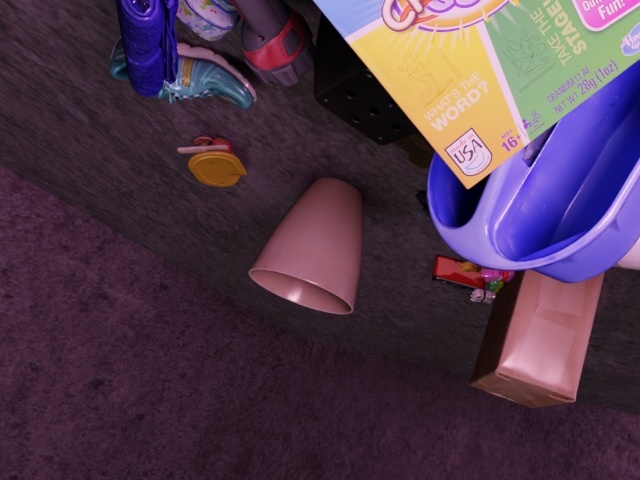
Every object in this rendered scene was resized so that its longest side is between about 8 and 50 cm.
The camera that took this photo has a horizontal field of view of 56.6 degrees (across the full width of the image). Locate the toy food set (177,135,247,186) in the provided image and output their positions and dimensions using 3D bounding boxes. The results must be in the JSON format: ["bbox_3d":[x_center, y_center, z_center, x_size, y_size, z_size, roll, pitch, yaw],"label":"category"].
[{"bbox_3d":[-0.255,-0.206,1.446,0.128,0.071,0.218,-6,160,5],"label":"toy food set"}]

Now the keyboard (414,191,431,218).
[{"bbox_3d":[0.275,-0.049,1.338,0.180,0.023,0.108,43,176,-39],"label":"keyboard"}]

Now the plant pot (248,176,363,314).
[{"bbox_3d":[0.000,0.000,1.406,0.256,0.274,0.256,19,161,7],"label":"plant pot"}]

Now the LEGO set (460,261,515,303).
[{"bbox_3d":[0.397,0.080,1.459,0.093,0.087,0.227,4,157,3],"label":"LEGO set"}]

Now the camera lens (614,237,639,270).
[{"bbox_3d":[0.499,-0.061,0.770,0.274,0.220,0.219,8,158,36],"label":"camera lens"}]

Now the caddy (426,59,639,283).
[{"bbox_3d":[0.275,-0.115,0.696,0.179,0.341,0.241,26,-174,-45],"label":"caddy"}]

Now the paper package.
[{"bbox_3d":[0.490,0.197,1.364,0.168,0.325,0.309,18,163,9],"label":"paper package"}]

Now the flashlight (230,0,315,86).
[{"bbox_3d":[-0.096,-0.305,0.722,0.103,0.103,0.304,-14,159,15],"label":"flashlight"}]

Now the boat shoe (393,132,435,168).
[{"bbox_3d":[0.173,-0.180,1.085,0.056,0.048,0.153,-14,150,41],"label":"boat shoe"}]

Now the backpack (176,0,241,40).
[{"bbox_3d":[-0.146,-0.346,0.823,0.105,0.114,0.084,32,159,-30],"label":"backpack"}]

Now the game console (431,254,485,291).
[{"bbox_3d":[0.391,0.088,1.655,0.143,0.085,0.124,16,-168,17],"label":"game console"}]

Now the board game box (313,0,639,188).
[{"bbox_3d":[0.133,-0.239,0.542,0.316,0.242,0.064,45,-163,-20],"label":"board game box"}]

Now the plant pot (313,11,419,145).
[{"bbox_3d":[0.097,-0.238,0.791,0.188,0.167,0.187,29,161,-26],"label":"plant pot"}]

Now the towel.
[{"bbox_3d":[-0.230,-0.337,0.775,0.076,0.228,0.308,-9,179,-16],"label":"towel"}]

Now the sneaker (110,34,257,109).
[{"bbox_3d":[-0.251,-0.295,1.097,0.275,0.110,0.107,20,162,-1],"label":"sneaker"}]
